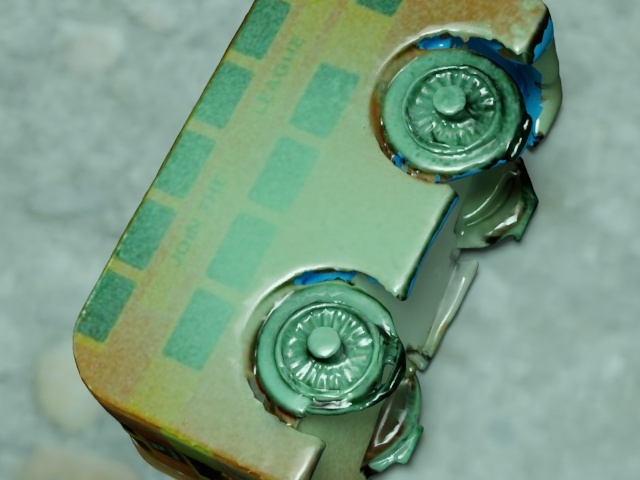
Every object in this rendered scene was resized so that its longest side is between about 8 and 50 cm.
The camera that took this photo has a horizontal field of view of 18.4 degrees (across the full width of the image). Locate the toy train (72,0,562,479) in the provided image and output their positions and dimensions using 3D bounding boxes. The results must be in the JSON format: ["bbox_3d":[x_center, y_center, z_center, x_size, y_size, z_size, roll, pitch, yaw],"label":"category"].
[{"bbox_3d":[0.000,0.000,0.586,0.099,0.072,0.188,25,75,15],"label":"toy train"}]
